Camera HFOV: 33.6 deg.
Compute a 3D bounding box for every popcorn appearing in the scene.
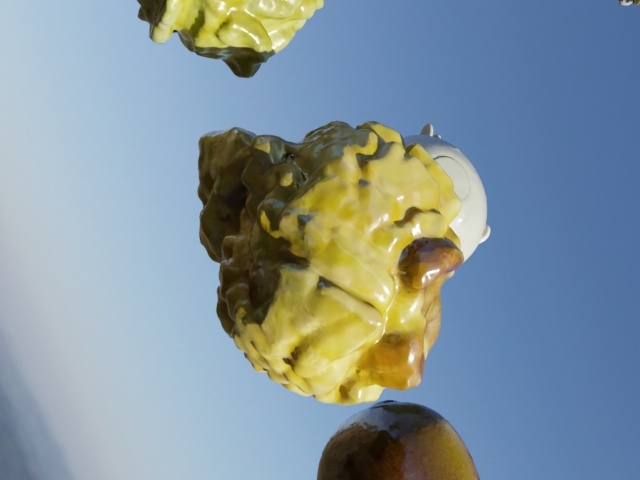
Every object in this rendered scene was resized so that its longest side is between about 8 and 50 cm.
[{"bbox_3d":[-0.109,-0.292,1.103,0.181,0.217,0.235,-1,-98,46],"label":"popcorn"},{"bbox_3d":[0.000,0.000,1.035,0.332,0.265,0.225,47,15,24],"label":"popcorn"}]

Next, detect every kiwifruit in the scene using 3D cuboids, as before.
[{"bbox_3d":[0.094,0.302,1.237,0.196,0.196,0.234,129,-44,-69],"label":"kiwifruit"}]

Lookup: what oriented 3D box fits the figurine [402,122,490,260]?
[{"bbox_3d":[0.102,-0.044,1.620,0.226,0.274,0.394,31,-29,-14],"label":"figurine"}]

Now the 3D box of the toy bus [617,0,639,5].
[{"bbox_3d":[0.479,-0.462,1.750,0.162,0.074,0.069,39,-11,15],"label":"toy bus"}]
